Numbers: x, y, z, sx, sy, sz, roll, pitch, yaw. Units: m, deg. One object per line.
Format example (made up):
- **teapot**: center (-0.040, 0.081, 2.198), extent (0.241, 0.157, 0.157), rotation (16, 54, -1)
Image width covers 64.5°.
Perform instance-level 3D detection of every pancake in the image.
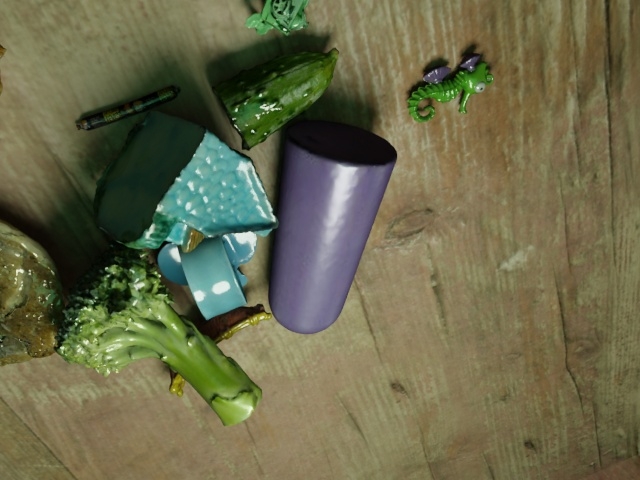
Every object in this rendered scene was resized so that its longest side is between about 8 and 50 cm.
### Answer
- **pancake**: center (-0.657, 0.090, 0.950), extent (0.386, 0.082, 0.387), rotation (2, 124, 3)

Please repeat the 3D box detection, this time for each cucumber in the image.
- **cucumber**: center (-0.068, -0.277, 0.922), extent (0.244, 0.134, 0.134), rotation (-32, 122, -1)

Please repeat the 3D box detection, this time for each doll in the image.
- **doll**: center (0.263, -0.304, 1.034), extent (0.190, 0.050, 0.115), rotation (-20, 115, -2)

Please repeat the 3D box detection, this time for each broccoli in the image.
- **broccoli**: center (-0.314, 0.195, 0.984), extent (0.397, 0.353, 0.275), rotation (43, 82, -28)

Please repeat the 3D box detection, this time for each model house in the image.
- **model house**: center (-0.231, -0.071, 0.912), extent (0.241, 0.261, 0.226), rotation (31, 88, -44)

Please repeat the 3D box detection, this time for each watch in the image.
- **watch**: center (-0.212, 0.066, 1.022), extent (0.210, 0.193, 0.211), rotation (-7, 116, -14)

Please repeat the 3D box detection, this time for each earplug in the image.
- **earplug**: center (0.000, 0.000, 1.049), extent (0.214, 0.215, 0.456), rotation (3, 121, -17)

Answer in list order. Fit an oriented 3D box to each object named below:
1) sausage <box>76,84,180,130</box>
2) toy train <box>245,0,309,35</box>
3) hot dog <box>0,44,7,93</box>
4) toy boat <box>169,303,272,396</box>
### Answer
- **sausage**: center (-0.346, -0.238, 0.916), extent (0.198, 0.025, 0.028), rotation (-21, 125, -4)
- **toy train**: center (-0.057, -0.415, 0.862), extent (0.081, 0.099, 0.149), rotation (28, 105, 9)
- **hot dog**: center (-0.661, -0.282, 0.750), extent (0.348, 0.117, 0.159), rotation (-2, 92, -22)
- **toy boat**: center (-0.247, 0.229, 1.140), extent (0.318, 0.141, 0.099), rotation (-42, 98, 16)
